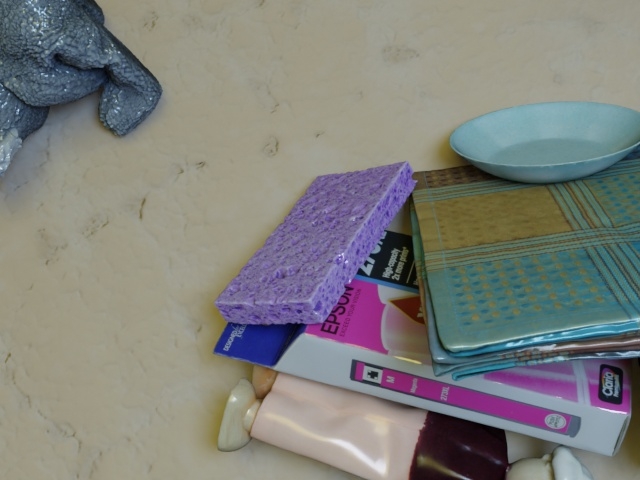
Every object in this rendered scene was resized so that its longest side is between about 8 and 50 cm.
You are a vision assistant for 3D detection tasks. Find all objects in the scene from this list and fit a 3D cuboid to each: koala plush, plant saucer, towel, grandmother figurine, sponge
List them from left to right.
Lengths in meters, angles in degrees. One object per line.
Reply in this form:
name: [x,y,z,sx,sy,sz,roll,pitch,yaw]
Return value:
koala plush: [-0.327,-0.173,0.980,0.221,0.203,0.196,-40,72,5]
sponge: [0.000,0.000,0.887,0.117,0.031,0.210,-4,36,39]
grandmother figurine: [0.092,0.189,0.846,0.342,0.104,0.208,20,54,14]
plant saucer: [0.226,-0.093,0.917,0.195,0.195,0.037,-8,113,3]
towel: [0.216,0.000,0.804,0.271,0.370,0.040,-6,113,4]

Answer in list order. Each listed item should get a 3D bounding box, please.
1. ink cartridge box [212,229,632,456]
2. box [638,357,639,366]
ink cartridge box: [0.101,0.075,0.868,0.370,0.069,0.176,11,39,11]
box: [0.466,0.094,0.755,0.381,0.191,0.143,-18,76,15]
